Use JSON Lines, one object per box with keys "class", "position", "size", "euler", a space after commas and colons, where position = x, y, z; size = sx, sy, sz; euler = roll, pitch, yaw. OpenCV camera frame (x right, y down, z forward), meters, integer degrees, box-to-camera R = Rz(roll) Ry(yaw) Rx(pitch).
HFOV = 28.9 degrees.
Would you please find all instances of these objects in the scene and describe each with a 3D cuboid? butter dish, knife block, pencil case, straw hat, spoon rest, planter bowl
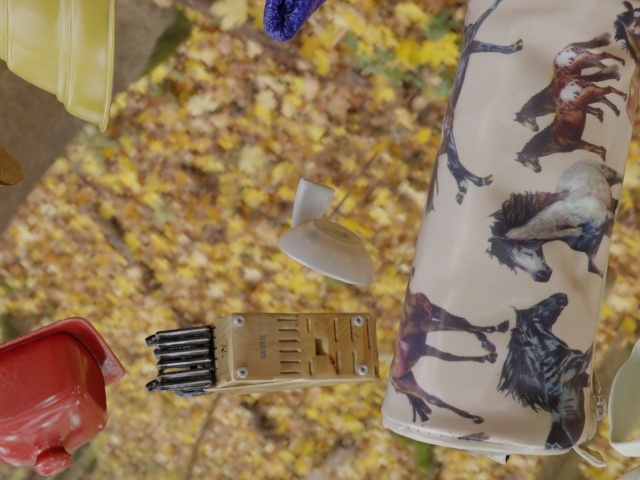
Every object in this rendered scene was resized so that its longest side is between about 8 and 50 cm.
{"class": "butter dish", "position": [-0.264, 0.164, 1.171], "size": [0.160, 0.159, 0.118], "euler": [75, 174, -62]}
{"class": "knife block", "position": [-0.088, 0.156, 1.648], "size": [0.275, 0.088, 0.242], "euler": [1, 168, -20]}
{"class": "pencil case", "position": [0.178, -0.024, 1.033], "size": [0.183, 0.410, 0.160], "euler": [12, 178, -5]}
{"class": "straw hat", "position": [-0.443, -0.090, 1.541], "size": [0.144, 0.061, 0.144], "euler": [34, -163, -12]}
{"class": "spoon rest", "position": [0.000, 0.000, 1.701], "size": [0.137, 0.084, 0.276], "euler": [20, -162, -13]}
{"class": "planter bowl", "position": [-0.227, -0.201, 1.055], "size": [0.090, 0.217, 0.217], "euler": [-1, 158, -15]}

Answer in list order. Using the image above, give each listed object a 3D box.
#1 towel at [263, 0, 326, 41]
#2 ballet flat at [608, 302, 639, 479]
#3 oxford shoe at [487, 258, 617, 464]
{"class": "towel", "position": [0.005, -0.394, 1.682], "size": [0.076, 0.308, 0.228], "euler": [20, 111, 1]}
{"class": "ballet flat", "position": [0.429, 0.240, 1.477], "size": [0.182, 0.483, 0.164], "euler": [-22, 124, 31]}
{"class": "oxford shoe", "position": [0.346, 0.184, 1.909], "size": [0.146, 0.140, 0.397], "euler": [41, 124, 10]}
